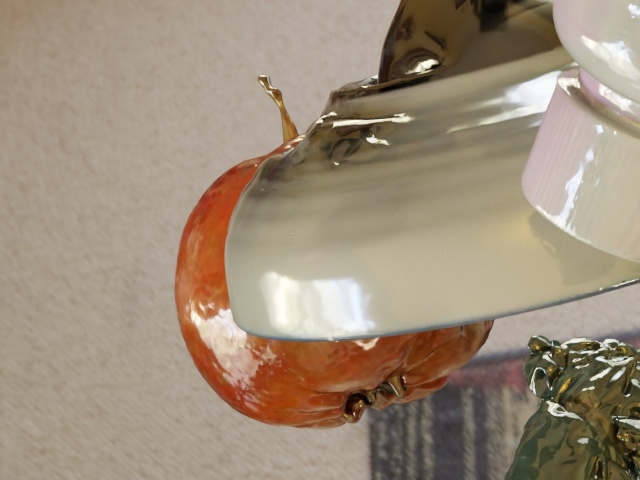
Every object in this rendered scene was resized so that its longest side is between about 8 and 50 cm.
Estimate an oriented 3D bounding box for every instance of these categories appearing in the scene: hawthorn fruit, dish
[{"bbox_3d":[0.000,0.000,1.102,0.242,0.242,0.271,-23,69,9],"label":"hawthorn fruit"},{"bbox_3d":[0.077,-0.060,0.655,0.273,0.273,0.133,-14,98,16],"label":"dish"}]

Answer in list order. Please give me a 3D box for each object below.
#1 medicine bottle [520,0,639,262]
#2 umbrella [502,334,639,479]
[{"bbox_3d":[0.134,-0.118,0.435,0.095,0.095,0.260,43,123,38],"label":"medicine bottle"},{"bbox_3d":[0.164,0.210,1.105,0.143,0.094,0.349,21,51,16],"label":"umbrella"}]
